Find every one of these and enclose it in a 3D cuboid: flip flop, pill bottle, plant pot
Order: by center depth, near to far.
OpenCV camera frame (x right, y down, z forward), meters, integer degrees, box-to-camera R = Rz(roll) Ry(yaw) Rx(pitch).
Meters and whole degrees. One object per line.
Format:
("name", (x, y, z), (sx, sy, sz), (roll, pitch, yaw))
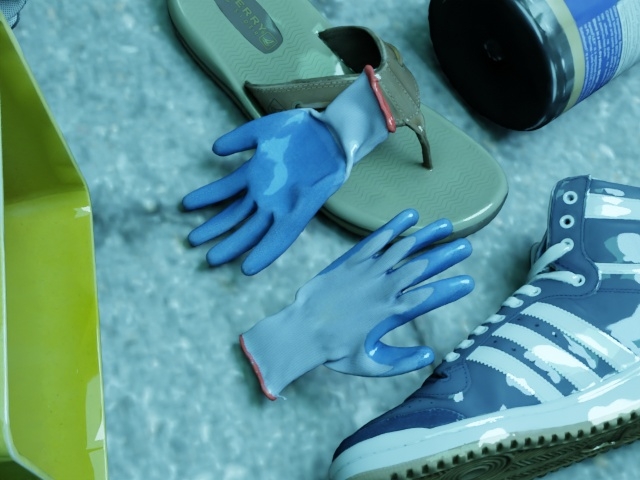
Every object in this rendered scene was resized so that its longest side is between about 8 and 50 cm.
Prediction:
("plant pot", (-0.223, 0.038, 0.586), (0.187, 0.212, 0.212), (-8, 68, -1))
("flip flop", (0.007, -0.106, 0.758), (0.112, 0.080, 0.277), (-38, 79, -24))
("pill bottle", (0.192, -0.177, 0.809), (0.219, 0.123, 0.123), (-34, 77, -24))

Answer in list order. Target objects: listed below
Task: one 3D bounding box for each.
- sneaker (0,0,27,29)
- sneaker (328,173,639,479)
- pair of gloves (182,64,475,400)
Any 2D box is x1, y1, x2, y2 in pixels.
("sneaker", (-0.225, -0.223, 0.752), (0.153, 0.101, 0.268), (41, 70, 6))
("sneaker", (0.120, 0.058, 0.704), (0.282, 0.099, 0.153), (-16, 63, -13))
("pair of gloves", (0.000, 0.000, 0.688), (0.159, 0.023, 0.198), (-34, 64, 21))
